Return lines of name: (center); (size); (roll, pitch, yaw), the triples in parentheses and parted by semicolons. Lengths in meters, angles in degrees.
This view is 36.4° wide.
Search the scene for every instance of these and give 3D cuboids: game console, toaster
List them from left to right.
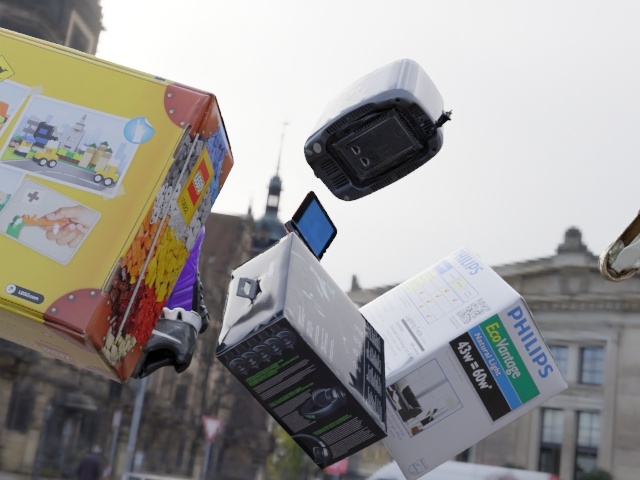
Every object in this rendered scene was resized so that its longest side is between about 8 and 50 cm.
game console: (0.000, 0.000, 1.856); (0.085, 0.124, 0.144); (-34, -44, 0)
toaster: (0.088, -0.166, 1.386); (0.227, 0.146, 0.129); (-30, -65, 27)

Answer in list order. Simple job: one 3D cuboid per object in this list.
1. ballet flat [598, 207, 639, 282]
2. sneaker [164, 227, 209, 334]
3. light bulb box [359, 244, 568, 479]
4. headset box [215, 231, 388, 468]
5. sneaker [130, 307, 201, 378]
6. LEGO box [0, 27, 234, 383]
ballet flat: (0.481, -0.015, 1.410); (0.073, 0.206, 0.067); (35, 22, 8)
sneaker: (-0.270, 0.108, 1.870); (0.146, 0.293, 0.102); (28, -10, -21)
light bulb box: (0.238, 0.233, 1.958); (0.361, 0.225, 0.358); (-31, 19, 0)
headset box: (-0.027, 0.160, 1.509); (0.131, 0.246, 0.283); (-31, -65, 18)
sneaker: (-0.286, 0.147, 1.384); (0.234, 0.106, 0.078); (3, -43, -11)
LEGO box: (-0.428, -0.077, 1.339); (0.500, 0.373, 0.193); (19, -23, 12)
